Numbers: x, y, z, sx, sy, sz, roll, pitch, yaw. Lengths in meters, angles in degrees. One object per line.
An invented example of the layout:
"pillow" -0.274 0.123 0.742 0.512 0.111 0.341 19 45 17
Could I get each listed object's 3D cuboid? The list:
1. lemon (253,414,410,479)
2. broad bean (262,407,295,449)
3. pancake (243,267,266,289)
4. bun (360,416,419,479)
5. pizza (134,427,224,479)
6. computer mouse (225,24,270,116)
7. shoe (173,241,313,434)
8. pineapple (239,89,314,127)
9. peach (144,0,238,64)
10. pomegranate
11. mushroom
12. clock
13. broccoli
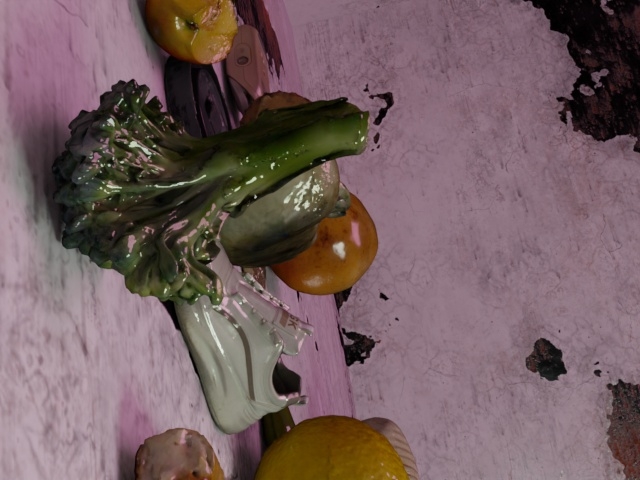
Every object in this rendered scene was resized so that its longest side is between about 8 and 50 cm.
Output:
"lemon" 0.015 0.390 1.015 0.267 0.267 0.267 -11 90 -85
"broad bean" -0.080 0.291 1.206 0.098 0.056 0.318 68 9 -71
"pancake" -0.127 0.055 1.345 0.151 0.025 0.151 -12 90 -85
"bun" 0.106 0.605 1.631 0.365 0.219 0.365 47 35 -50
"pizza" -0.098 0.373 0.620 0.278 0.114 0.408 66 10 -88
"computer mouse" -0.161 -0.364 1.529 0.145 0.082 0.236 69 13 -64
"shoe" -0.091 0.111 0.922 0.124 0.159 0.316 -85 166 -67
"pineapple" -0.097 -0.187 1.466 0.362 0.202 0.202 170 -91 -77
"peach" -0.194 -0.325 0.985 0.151 0.118 0.151 -21 114 -59
"pomegranate" 0.000 0.000 1.555 0.264 0.264 0.264 -11 90 -85
"mushroom" -0.067 -0.037 1.006 0.344 0.247 0.130 140 -50 -68
"clock" -0.189 -0.193 1.105 0.226 0.049 0.226 -10 90 -84
"broccoli" -0.096 -0.045 0.592 0.177 0.275 0.198 75 17 -50
